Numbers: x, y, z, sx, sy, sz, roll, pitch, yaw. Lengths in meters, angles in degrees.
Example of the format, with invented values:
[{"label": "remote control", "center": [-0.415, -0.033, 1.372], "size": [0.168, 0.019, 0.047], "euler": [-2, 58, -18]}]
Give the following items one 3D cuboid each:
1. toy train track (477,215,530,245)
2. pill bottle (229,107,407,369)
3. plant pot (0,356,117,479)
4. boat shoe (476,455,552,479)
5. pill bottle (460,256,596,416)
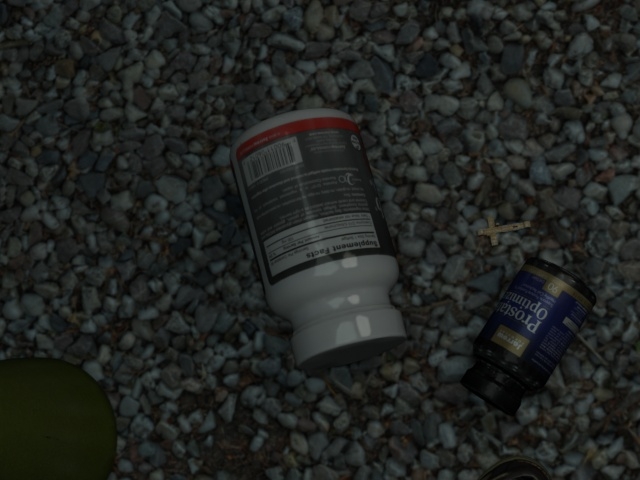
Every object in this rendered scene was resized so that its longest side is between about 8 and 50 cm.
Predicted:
[{"label": "toy train track", "center": [0.289, -0.020, 1.791], "size": [0.083, 0.014, 0.048], "euler": [-9, 75, 7]}, {"label": "pill bottle", "center": [0.000, 0.000, 1.733], "size": [0.210, 0.210, 0.363], "euler": [-17, 75, 5]}, {"label": "plant pot", "center": [-0.482, 0.291, 1.698], "size": [0.274, 0.293, 0.275], "euler": [-2, 76, 9]}, {"label": "boat shoe", "center": [0.193, 0.446, 1.632], "size": [0.132, 0.130, 0.355], "euler": [39, 85, 16]}, {"label": "pill bottle", "center": [0.305, 0.145, 1.691], "size": [0.123, 0.123, 0.219], "euler": [32, 83, 15]}]
